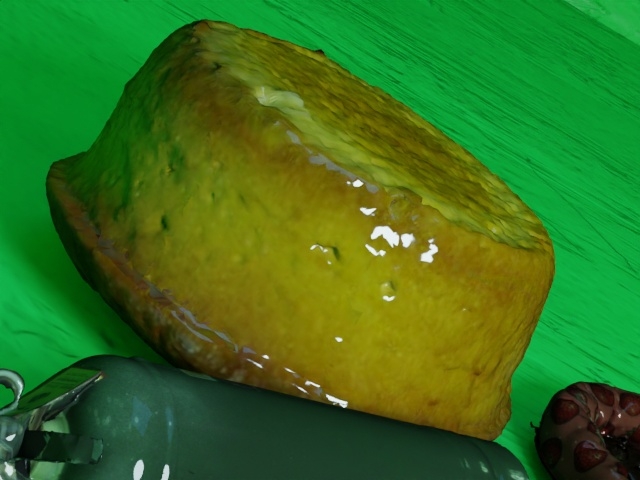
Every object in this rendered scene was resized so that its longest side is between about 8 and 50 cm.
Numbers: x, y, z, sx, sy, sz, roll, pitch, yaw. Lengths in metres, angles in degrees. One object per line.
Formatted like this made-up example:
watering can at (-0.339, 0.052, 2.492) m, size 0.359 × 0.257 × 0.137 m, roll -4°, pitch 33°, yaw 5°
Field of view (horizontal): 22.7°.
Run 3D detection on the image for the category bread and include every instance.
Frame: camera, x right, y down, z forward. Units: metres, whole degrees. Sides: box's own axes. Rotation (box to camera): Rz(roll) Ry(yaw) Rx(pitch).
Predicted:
bread at (-0.002, 0.001, 0.934) m, size 0.312 × 0.172 × 0.312 m, roll 28°, pitch 18°, yaw -10°

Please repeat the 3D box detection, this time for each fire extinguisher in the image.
fire extinguisher at (-0.036, 0.112, 0.726) m, size 0.311 × 0.095 × 0.114 m, roll 16°, pitch -11°, yaw -34°

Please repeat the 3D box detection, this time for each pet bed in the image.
pet bed at (0.229, 0.165, 1.054) m, size 0.201 × 0.053 × 0.201 m, roll 26°, pitch 19°, yaw -10°
